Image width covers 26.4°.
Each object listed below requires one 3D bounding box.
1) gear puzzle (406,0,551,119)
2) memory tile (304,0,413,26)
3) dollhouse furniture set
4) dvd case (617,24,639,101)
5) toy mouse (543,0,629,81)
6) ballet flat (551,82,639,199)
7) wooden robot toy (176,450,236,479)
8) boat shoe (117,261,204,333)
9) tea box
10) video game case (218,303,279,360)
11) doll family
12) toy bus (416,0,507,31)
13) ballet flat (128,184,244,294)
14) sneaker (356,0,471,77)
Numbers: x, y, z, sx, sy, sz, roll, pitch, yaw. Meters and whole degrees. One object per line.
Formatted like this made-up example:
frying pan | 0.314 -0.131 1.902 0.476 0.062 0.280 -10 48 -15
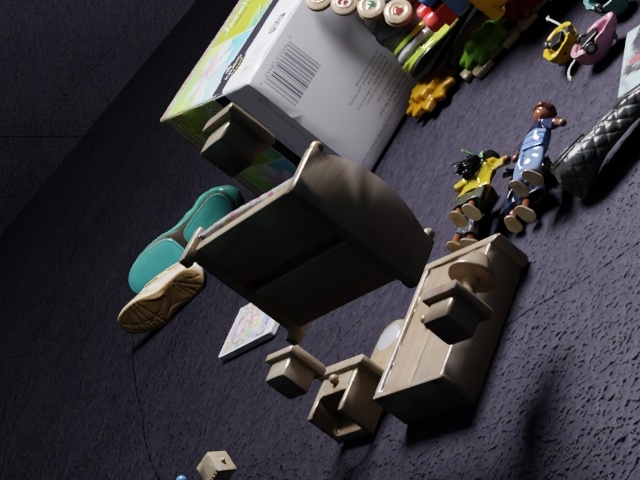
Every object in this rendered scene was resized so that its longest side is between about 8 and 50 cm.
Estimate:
gear puzzle | 0.220 -0.293 1.759 0.339 0.044 0.175 -48 20 12
memory tile | 0.060 -0.335 1.760 0.012 0.148 0.113 62 -135 -63
dollhouse furniture set | 0.000 0.000 1.270 0.303 0.355 0.173 -29 29 50
dvd case | 0.338 -0.192 1.364 0.087 0.013 0.119 -34 27 41
toy mouse | 0.304 -0.234 1.487 0.143 0.031 0.161 -38 24 36
ballet flat | 0.294 -0.110 1.294 0.173 0.049 0.057 -43 -7 10
wooden robot toy | -0.141 0.318 1.501 0.173 0.076 0.079 -48 55 11
boat shoe | -0.244 0.085 2.123 0.170 0.063 0.059 -33 22 21
tea box | -0.012 -0.257 1.955 0.329 0.220 0.323 -59 20 -20
video game case | -0.083 0.106 1.788 0.122 0.011 0.087 -29 29 47
doll family | 0.190 -0.067 1.396 0.193 0.076 0.111 -25 28 43
toy bus | 0.186 -0.366 1.691 0.211 0.149 0.220 -46 30 19
ballet flat | -0.204 0.001 2.174 0.247 0.083 0.087 -43 -3 23
sneaker | 0.161 -0.359 1.813 0.300 0.121 0.111 -55 3 -27
